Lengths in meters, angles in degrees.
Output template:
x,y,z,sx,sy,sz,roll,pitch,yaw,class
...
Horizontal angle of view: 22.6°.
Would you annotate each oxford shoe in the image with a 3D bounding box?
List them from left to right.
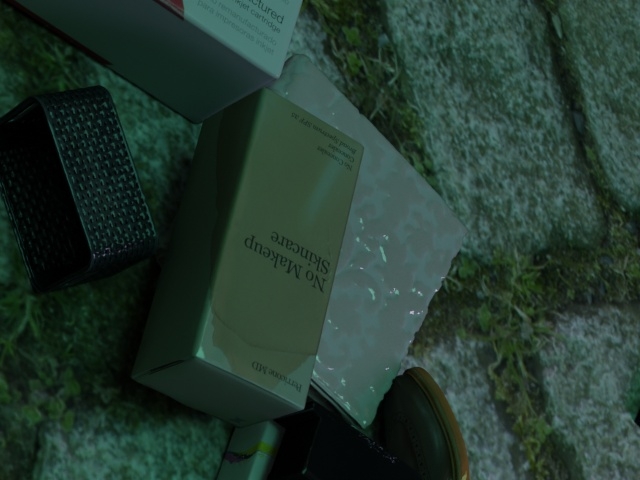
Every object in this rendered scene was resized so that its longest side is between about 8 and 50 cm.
x,y,z,sx,sy,sz,roll,pitch,yaw,class
0.088,0.297,1.731,0.132,0.130,0.364,2,54,-10,oxford shoe

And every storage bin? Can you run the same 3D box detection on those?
x,y,z,sx,sy,sz,roll,pitch,yaw,class
-0.247,-0.051,1.589,0.084,0.122,0.180,-16,85,-42,storage bin

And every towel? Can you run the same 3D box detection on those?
x,y,z,sx,sy,sz,roll,pitch,yaw,class
0.000,0.000,1.819,0.317,0.053,0.332,45,52,-18,towel

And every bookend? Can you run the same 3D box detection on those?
x,y,z,sx,sy,sz,roll,pitch,yaw,class
0.006,0.272,1.621,0.156,0.072,0.157,36,55,-26,bookend

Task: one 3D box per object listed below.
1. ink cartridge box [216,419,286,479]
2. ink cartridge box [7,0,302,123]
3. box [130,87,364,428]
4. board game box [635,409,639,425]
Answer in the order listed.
x,y,z,sx,sy,sz,roll,pitch,yaw,class
-0.038,0.242,1.689,0.115,0.067,0.198,36,54,-26,ink cartridge box
-0.148,-0.372,1.763,0.279,0.160,0.385,31,57,-27,ink cartridge box
-0.071,0.019,1.642,0.148,0.121,0.311,28,60,-29,box
0.529,0.203,2.186,0.165,0.042,0.243,44,52,-18,board game box
